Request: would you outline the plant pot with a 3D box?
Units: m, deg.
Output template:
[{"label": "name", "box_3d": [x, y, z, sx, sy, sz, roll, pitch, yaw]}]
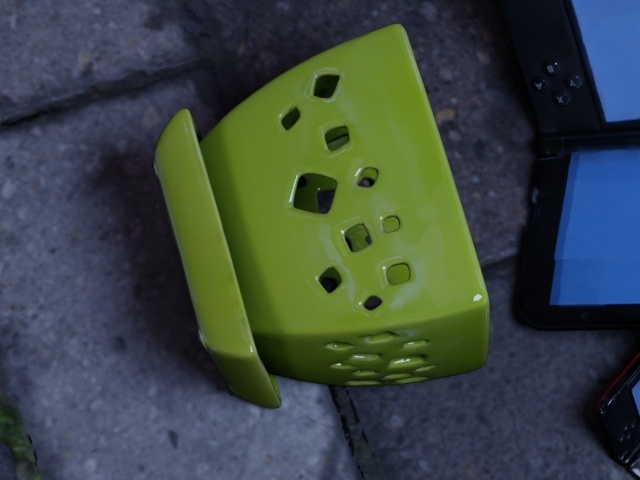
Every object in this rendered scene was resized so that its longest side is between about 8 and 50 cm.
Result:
[{"label": "plant pot", "box_3d": [0.000, 0.000, 1.328, 0.207, 0.227, 0.228, -17, 73, -1]}]

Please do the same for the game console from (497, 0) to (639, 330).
[{"label": "game console", "box_3d": [0.271, -0.081, 1.324, 0.293, 0.250, 0.173, -3, 34, 31]}]

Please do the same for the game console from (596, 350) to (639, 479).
[{"label": "game console", "box_3d": [0.297, 0.126, 1.366, 0.085, 0.124, 0.144, 31, 70, 36]}]
